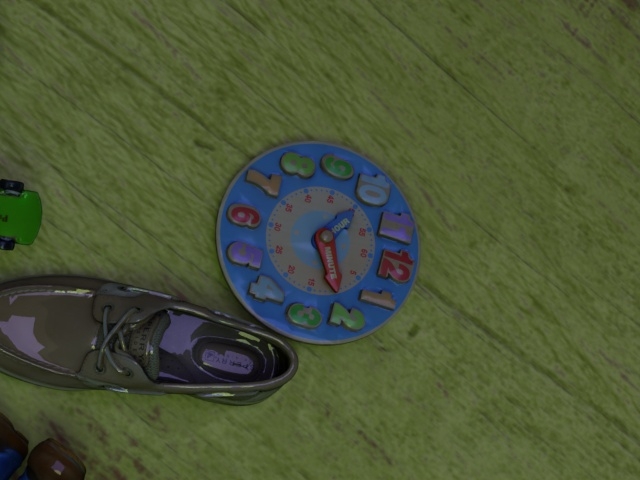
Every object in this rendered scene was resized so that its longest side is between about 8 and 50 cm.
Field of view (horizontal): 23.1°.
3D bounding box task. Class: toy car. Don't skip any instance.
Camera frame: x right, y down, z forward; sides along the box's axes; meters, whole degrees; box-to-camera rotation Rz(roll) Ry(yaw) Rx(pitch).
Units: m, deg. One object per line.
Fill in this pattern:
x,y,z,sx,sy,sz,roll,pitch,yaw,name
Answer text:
-0.352,-0.028,1.341,0.225,0.053,0.239,6,94,-32,toy car

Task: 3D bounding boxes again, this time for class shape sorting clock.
0.000,0.000,1.514,0.206,0.040,0.206,6,72,-18,shape sorting clock

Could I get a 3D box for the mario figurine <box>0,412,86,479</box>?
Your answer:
-0.331,0.287,1.295,0.170,0.198,0.321,44,65,-29,mario figurine

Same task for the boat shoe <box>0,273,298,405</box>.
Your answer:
-0.169,0.090,1.424,0.302,0.098,0.109,13,77,-15,boat shoe
